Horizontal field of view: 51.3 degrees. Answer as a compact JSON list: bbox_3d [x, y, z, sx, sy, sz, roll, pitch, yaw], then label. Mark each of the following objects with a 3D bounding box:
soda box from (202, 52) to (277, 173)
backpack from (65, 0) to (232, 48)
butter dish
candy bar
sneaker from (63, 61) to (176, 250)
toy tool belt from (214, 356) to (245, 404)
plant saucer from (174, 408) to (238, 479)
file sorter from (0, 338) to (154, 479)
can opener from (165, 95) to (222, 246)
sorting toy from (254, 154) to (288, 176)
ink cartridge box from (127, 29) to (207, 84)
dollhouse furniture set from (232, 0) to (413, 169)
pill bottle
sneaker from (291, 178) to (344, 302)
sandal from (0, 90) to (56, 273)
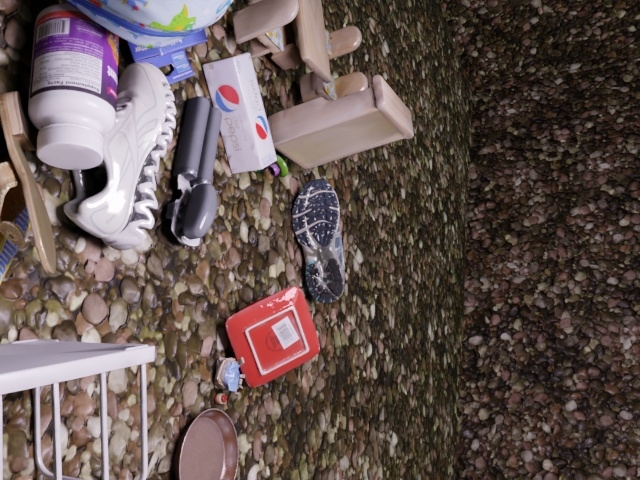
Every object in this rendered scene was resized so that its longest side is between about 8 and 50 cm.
[{"bbox_3d":[-0.154,-0.243,1.282,0.069,0.073,0.216,-43,123,-59],"label":"soda box"},{"bbox_3d":[-0.251,-0.411,0.813,0.290,0.355,0.273,-56,167,-40],"label":"backpack"},{"bbox_3d":[-0.102,0.169,1.270,0.159,0.118,0.160,-25,113,-17],"label":"butter dish"},{"bbox_3d":[-0.384,0.004,0.816,0.040,0.018,0.162,56,38,-45],"label":"candy bar"},{"bbox_3d":[-0.288,-0.138,0.957,0.118,0.110,0.292,28,59,-50],"label":"sneaker"},{"bbox_3d":[-0.161,0.250,1.188,0.052,0.051,0.084,33,56,-58],"label":"toy tool belt"},{"bbox_3d":[-0.194,0.369,1.121,0.168,0.029,0.169,-7,90,-65],"label":"plant saucer"},{"bbox_3d":[-0.334,0.204,0.682,0.277,0.192,0.173,4,84,-64],"label":"file sorter"},{"bbox_3d":[-0.204,-0.119,1.144,0.074,0.093,0.281,41,44,-54],"label":"can opener"},{"bbox_3d":[-0.114,-0.162,1.367,0.042,0.061,0.102,-37,82,-27],"label":"sorting toy"},{"bbox_3d":[-0.269,-0.409,1.072,0.186,0.065,0.311,-57,138,-63],"label":"ink cartridge box"},{"bbox_3d":[0.022,-0.388,1.411,0.362,0.256,0.395,28,52,-60],"label":"dollhouse furniture set"},{"bbox_3d":[-0.320,-0.196,0.867,0.108,0.108,0.194,29,53,-60],"label":"pill bottle"},{"bbox_3d":[0.000,0.000,1.553,0.122,0.109,0.283,-14,101,-82],"label":"sneaker"},{"bbox_3d":[-0.378,-0.062,0.795,0.088,0.079,0.240,113,-38,-70],"label":"sandal"}]
